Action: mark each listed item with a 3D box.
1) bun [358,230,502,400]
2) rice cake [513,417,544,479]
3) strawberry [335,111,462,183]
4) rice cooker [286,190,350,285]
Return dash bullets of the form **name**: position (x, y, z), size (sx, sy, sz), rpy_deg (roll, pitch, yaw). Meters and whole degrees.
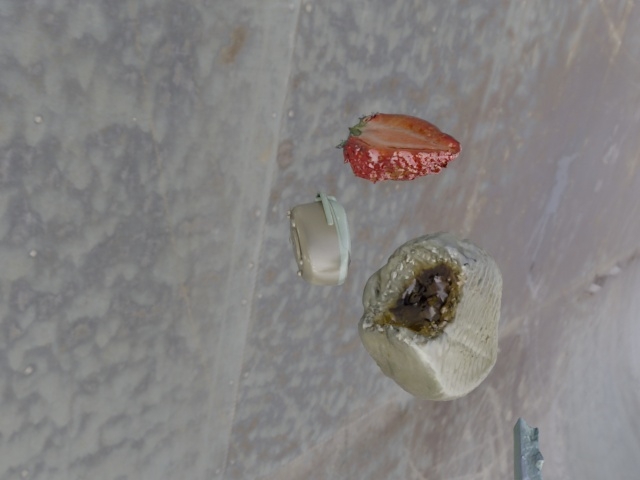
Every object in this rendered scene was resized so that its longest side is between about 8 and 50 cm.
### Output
- **bun**: position (0.174, 0.121, 1.107), size (0.282, 0.205, 0.281), rpy_deg (-9, 102, -44)
- **rice cake**: position (0.240, 0.276, 0.767), size (0.180, 0.030, 0.042), rpy_deg (-67, 173, -59)
- **strawberry**: position (0.156, -0.173, 1.281), size (0.174, 0.228, 0.098), rpy_deg (-69, 158, -49)
- **rice cooker**: position (0.000, 0.000, 1.434), size (0.127, 0.206, 0.145), rpy_deg (-11, 154, -12)
